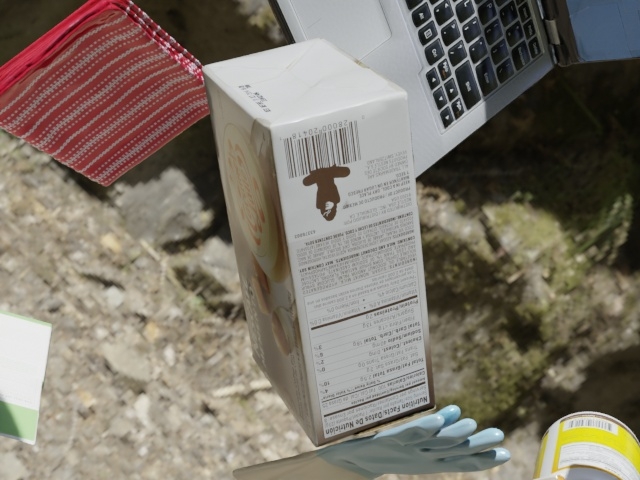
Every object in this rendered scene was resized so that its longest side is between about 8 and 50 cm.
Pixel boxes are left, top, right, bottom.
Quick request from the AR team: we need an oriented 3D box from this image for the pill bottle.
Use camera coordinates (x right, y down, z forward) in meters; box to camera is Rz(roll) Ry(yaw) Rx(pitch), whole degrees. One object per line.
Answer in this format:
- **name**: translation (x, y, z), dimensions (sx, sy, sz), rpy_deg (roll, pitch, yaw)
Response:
- **pill bottle**: translation (0.276, 0.268, 1.176), dimensions (0.117, 0.117, 0.215), rpy_deg (49, 21, -1)

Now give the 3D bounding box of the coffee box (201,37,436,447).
- **coffee box**: translation (0.000, 0.000, 0.800), dimensions (0.141, 0.098, 0.246), rpy_deg (-132, -150, -57)

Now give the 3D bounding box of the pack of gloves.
- **pack of gloves**: translation (0.081, 0.183, 0.889), dimensions (0.195, 0.232, 0.046), rpy_deg (35, 49, -33)

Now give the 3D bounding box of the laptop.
- **laptop**: translation (0.190, -0.238, 0.935), dimensions (0.236, 0.408, 0.382), rpy_deg (35, -22, 48)

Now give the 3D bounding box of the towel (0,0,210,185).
- **towel**: translation (-0.232, -0.154, 1.232), dimensions (0.031, 0.199, 0.275), rpy_deg (61, 11, 24)

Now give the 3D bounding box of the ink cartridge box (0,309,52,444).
- **ink cartridge box**: translation (-0.382, 0.145, 1.210), dimensions (0.171, 0.056, 0.235), rpy_deg (18, 24, -17)
